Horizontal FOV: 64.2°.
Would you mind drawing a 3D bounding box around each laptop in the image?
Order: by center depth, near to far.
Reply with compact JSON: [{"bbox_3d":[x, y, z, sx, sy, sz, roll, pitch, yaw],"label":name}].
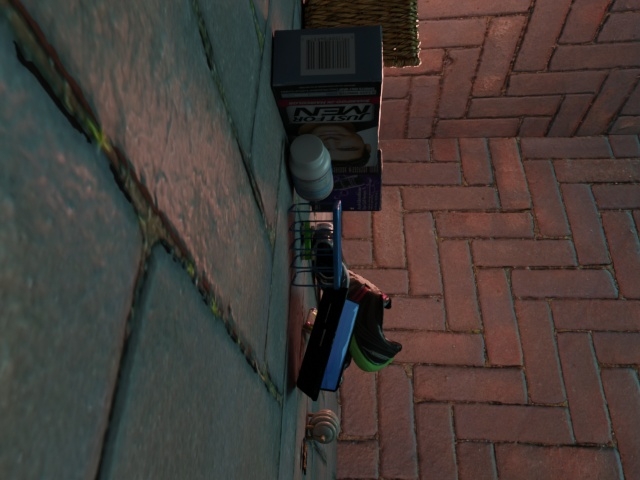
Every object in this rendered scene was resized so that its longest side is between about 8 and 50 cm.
[{"bbox_3d":[0.044,0.235,1.147,0.264,0.137,0.234,158,-51,-74],"label":"laptop"}]

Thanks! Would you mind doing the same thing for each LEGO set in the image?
[{"bbox_3d":[-0.007,0.234,1.377,0.132,0.107,0.287,-56,-172,12],"label":"LEGO set"}]

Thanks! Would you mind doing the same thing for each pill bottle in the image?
[{"bbox_3d":[-0.020,-0.150,1.062,0.160,0.087,0.087,78,13,-68],"label":"pill bottle"}]

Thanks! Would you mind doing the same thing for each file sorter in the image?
[{"bbox_3d":[-0.008,0.007,1.092,0.118,0.105,0.170,-68,156,-76],"label":"file sorter"}]

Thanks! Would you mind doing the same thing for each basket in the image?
[{"bbox_3d":[0.107,-0.521,1.369,0.213,0.300,0.222,66,22,-82],"label":"basket"}]

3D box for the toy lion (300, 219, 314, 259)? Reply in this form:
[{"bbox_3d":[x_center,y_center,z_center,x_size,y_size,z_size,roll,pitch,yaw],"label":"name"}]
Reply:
[{"bbox_3d":[-0.033,-0.001,1.282,0.096,0.034,0.100,-172,-98,-87],"label":"toy lion"}]

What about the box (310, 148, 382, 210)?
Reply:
[{"bbox_3d":[0.071,-0.170,1.457,0.153,0.207,0.108,82,9,-51],"label":"box"}]

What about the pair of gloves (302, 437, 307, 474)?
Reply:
[{"bbox_3d":[-0.040,0.533,1.260,0.083,0.010,0.074,88,3,-50],"label":"pair of gloves"}]

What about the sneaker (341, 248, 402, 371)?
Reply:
[{"bbox_3d":[0.133,0.203,1.763,0.185,0.202,0.482,23,43,-85],"label":"sneaker"}]

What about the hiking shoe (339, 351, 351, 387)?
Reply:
[{"bbox_3d":[0.046,0.367,1.692,0.304,0.113,0.131,-74,164,-74],"label":"hiking shoe"}]

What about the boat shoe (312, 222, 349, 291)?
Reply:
[{"bbox_3d":[0.030,0.090,1.562,0.102,0.108,0.301,-85,170,-50],"label":"boat shoe"}]

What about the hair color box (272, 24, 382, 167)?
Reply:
[{"bbox_3d":[0.026,-0.265,1.026,0.374,0.186,0.113,70,20,-76],"label":"hair color box"}]

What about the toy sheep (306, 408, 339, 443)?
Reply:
[{"bbox_3d":[0.007,0.498,1.363,0.132,0.091,0.091,-75,164,-72],"label":"toy sheep"}]
